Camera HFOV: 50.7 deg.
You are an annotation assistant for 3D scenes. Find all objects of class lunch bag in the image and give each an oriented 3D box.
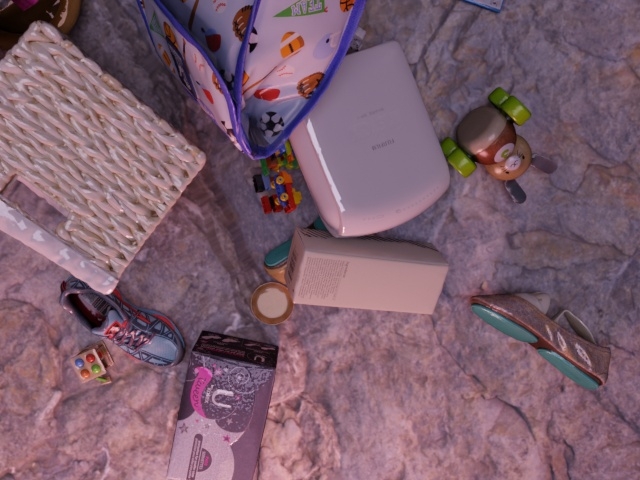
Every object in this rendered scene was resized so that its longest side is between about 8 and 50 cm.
[{"bbox_3d":[-0.121,-0.362,1.023,0.238,0.328,0.386,-7,133,-39],"label":"lunch bag"}]

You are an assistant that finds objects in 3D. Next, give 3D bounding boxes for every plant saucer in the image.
[{"bbox_3d":[-0.093,0.121,1.303,0.083,0.015,0.084,0,97,-2],"label":"plant saucer"}]

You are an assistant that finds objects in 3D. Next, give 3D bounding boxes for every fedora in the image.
[{"bbox_3d":[-0.513,-0.417,1.185,0.194,0.079,0.195,-1,96,-5],"label":"fedora"}]

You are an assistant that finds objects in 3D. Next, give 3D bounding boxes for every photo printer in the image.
[{"bbox_3d":[0.079,-0.169,1.181,0.256,0.107,0.308,-22,93,-22],"label":"photo printer"}]

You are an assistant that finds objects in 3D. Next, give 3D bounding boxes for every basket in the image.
[{"bbox_3d":[-0.392,-0.144,1.080,0.328,0.331,0.266,40,89,-22],"label":"basket"}]

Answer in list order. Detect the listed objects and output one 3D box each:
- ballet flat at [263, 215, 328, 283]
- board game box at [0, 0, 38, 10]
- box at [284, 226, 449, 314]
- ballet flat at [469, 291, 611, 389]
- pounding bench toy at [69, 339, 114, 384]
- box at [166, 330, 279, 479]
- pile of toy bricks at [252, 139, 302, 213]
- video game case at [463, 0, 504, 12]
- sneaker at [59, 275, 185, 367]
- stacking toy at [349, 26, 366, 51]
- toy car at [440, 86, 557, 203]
[{"bbox_3d":[0.000,0.000,1.273,0.232,0.080,0.073,-33,125,5],"label":"ballet flat"},{"bbox_3d":[-0.595,-0.220,1.016,0.389,0.390,0.050,-29,126,26],"label":"board game box"},{"bbox_3d":[0.081,0.056,1.220,0.275,0.094,0.113,7,115,-18],"label":"box"},{"bbox_3d":[0.428,0.164,1.298,0.316,0.107,0.106,35,75,-11],"label":"ballet flat"},{"bbox_3d":[-0.427,0.244,1.282,0.052,0.065,0.083,-24,98,1],"label":"pounding bench toy"},{"bbox_3d":[-0.181,0.317,1.263,0.163,0.142,0.247,12,97,-4],"label":"box"},{"bbox_3d":[-0.061,-0.152,1.237,0.105,0.118,0.212,-10,81,-28],"label":"pile of toy bricks"},{"bbox_3d":[0.269,-0.500,1.234,0.166,0.015,0.119,17,97,-4],"label":"video game case"},{"bbox_3d":[-0.372,0.162,1.243,0.261,0.125,0.104,34,96,-6],"label":"sneaker"},{"bbox_3d":[0.023,-0.454,1.195,0.221,0.052,0.167,31,72,1],"label":"stacking toy"},{"bbox_3d":[0.339,-0.153,1.229,0.188,0.149,0.155,40,106,-18],"label":"toy car"}]
